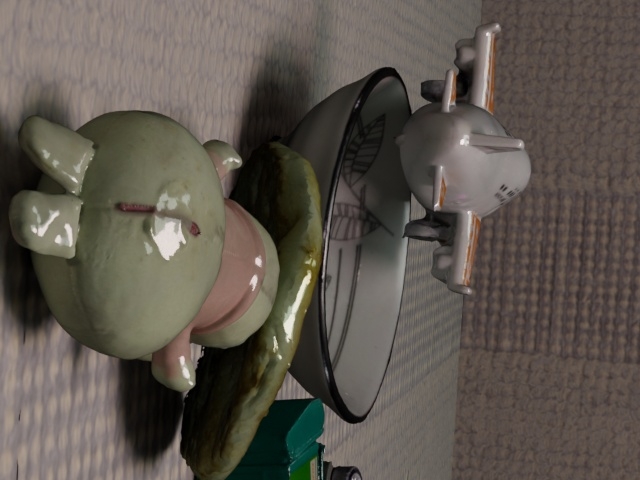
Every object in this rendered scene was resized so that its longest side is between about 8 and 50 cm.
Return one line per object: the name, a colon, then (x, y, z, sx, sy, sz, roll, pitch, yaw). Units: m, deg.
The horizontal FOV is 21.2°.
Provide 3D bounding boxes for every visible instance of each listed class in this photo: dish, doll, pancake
dish: (0.000, 0.000, 1.474, 0.316, 0.106, 0.316, 5, 90, -77)
doll: (-0.092, 0.000, 0.979, 0.275, 0.113, 0.155, 57, 42, -73)
pancake: (-0.050, 0.048, 1.180, 0.253, 0.037, 0.253, -165, -90, -75)

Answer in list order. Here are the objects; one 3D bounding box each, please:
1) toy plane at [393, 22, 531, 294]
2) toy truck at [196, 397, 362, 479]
toy plane: (0.133, -0.072, 1.520, 0.245, 0.117, 0.244, 5, 90, -77)
toy truck: (-0.037, 0.250, 1.335, 0.124, 0.114, 0.253, 25, 63, -64)
